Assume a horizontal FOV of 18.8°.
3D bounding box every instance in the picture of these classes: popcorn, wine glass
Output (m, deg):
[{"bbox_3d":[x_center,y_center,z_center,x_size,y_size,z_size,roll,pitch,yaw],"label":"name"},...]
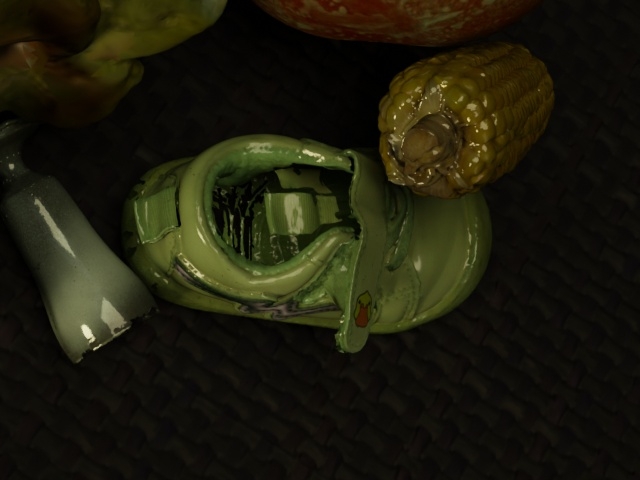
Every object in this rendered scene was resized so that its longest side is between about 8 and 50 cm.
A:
[{"bbox_3d":[-0.217,-0.224,1.177,0.312,0.312,0.312,4,76,-19],"label":"popcorn"},{"bbox_3d":[-0.171,-0.002,1.255,0.072,0.072,0.155,-31,88,-23],"label":"wine glass"}]

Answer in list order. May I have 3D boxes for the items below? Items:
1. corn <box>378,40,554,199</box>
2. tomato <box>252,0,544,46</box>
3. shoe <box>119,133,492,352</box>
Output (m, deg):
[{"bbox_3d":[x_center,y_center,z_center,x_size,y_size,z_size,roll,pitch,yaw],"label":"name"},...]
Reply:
[{"bbox_3d":[0.103,-0.086,1.297,0.097,0.097,0.261,58,23,0],"label":"corn"},{"bbox_3d":[0.054,-0.263,1.287,0.270,0.223,0.270,-1,42,1],"label":"tomato"},{"bbox_3d":[-0.002,0.002,1.298,0.262,0.128,0.140,3,90,-16],"label":"shoe"}]
